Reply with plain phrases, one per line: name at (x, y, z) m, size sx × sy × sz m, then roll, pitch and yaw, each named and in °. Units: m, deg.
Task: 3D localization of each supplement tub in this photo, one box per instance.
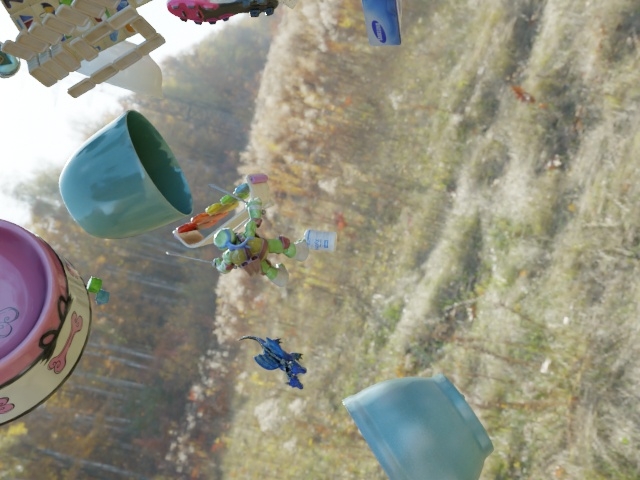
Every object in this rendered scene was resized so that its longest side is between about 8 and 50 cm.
supplement tub at (0.000, 0.000, 2.400) m, size 0.071 × 0.107 × 0.071 m, roll 5°, pitch -90°, yaw -81°

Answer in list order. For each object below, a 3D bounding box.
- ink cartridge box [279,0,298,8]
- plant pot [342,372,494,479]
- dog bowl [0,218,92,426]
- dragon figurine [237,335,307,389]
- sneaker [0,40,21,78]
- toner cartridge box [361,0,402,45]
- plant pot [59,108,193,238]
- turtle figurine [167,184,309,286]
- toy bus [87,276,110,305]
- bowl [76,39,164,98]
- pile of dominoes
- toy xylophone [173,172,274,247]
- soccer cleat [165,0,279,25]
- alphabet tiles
ink cartridge box at (-0.060, -0.508, 1.296) m, size 0.115 × 0.067 × 0.198 m, roll -53°, pitch -5°, yaw 15°
plant pot at (0.202, 0.377, 1.319) m, size 0.196 × 0.293 × 0.293 m, roll -32°, pitch 7°, yaw -4°
dog bowl at (-0.646, 0.133, 1.279) m, size 0.150 × 0.407 × 0.408 m, roll 101°, pitch 179°, yaw -58°
dragon figurine at (-0.145, 0.353, 2.139) m, size 0.085 × 0.289 × 0.144 m, roll -58°, pitch -19°, yaw 2°
sneaker at (-0.873, -0.502, 1.707) m, size 0.122 × 0.283 × 0.110 m, roll 20°, pitch 85°, yaw 60°
toner cartridge box at (0.121, -0.571, 1.430) m, size 0.348 × 0.075 × 0.165 m, roll 62°, pitch -149°, yaw -68°
plant pot at (-0.492, -0.139, 1.713) m, size 0.293 × 0.235 × 0.293 m, roll 62°, pitch -172°, yaw -15°
turtle figurine at (-0.181, -0.003, 1.729) m, size 0.274 × 0.266 × 0.198 m, roll 5°, pitch 74°, yaw 47°
toy bus at (-0.613, 0.147, 1.599) m, size 0.191 × 0.202 × 0.104 m, roll -29°, pitch 45°, yaw 34°
bowl at (-0.594, -0.531, 2.063) m, size 0.298 × 0.297 × 0.134 m, roll -115°, pitch 44°, yaw -78°
pile of dominoes at (-0.456, -0.388, 1.336) m, size 0.196 × 0.251 × 0.040 m, roll 43°, pitch -158°, yaw -60°
toy xylophone at (-0.269, -0.078, 2.034) m, size 0.322 × 0.081 × 0.236 m, roll -34°, pitch -5°, yaw 13°
soccer cleat at (-0.263, -0.685, 1.912) m, size 0.116 × 0.331 × 0.143 m, roll 47°, pitch -135°, yaw -71°
alphabet tiles at (-0.598, -0.605, 1.716) m, size 0.011 × 0.342 × 0.285 m, roll 56°, pitch 172°, yaw 54°
